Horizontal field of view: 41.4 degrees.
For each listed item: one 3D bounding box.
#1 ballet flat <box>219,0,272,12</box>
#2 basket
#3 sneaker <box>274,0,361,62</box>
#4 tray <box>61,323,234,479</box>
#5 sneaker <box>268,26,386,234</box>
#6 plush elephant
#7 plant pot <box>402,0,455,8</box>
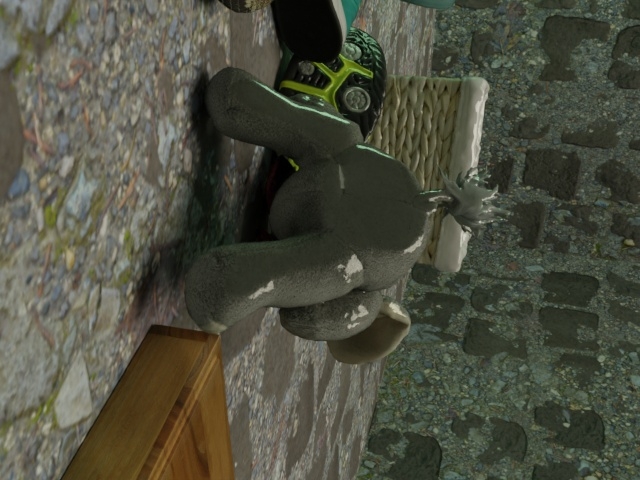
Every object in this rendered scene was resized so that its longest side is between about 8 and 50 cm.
[{"bbox_3d":[-0.020,-0.414,0.677,0.164,0.182,0.482,-27,129,-44],"label":"ballet flat"},{"bbox_3d":[0.154,-0.134,1.536,0.328,0.267,0.331,-31,127,-76],"label":"basket"},{"bbox_3d":[0.013,-0.377,1.021,0.295,0.124,0.178,90,16,-60],"label":"sneaker"},{"bbox_3d":[-0.143,0.305,0.827,0.202,0.076,0.410,-68,161,-52],"label":"tray"},{"bbox_3d":[-0.009,-0.118,1.152,0.147,0.145,0.384,128,-22,-70],"label":"sneaker"},{"bbox_3d":[0.000,0.000,0.915,0.255,0.330,0.271,126,-38,-59],"label":"plush elephant"},{"bbox_3d":[0.199,-0.575,1.545,0.271,0.272,0.255,-64,173,-59],"label":"plant pot"}]
